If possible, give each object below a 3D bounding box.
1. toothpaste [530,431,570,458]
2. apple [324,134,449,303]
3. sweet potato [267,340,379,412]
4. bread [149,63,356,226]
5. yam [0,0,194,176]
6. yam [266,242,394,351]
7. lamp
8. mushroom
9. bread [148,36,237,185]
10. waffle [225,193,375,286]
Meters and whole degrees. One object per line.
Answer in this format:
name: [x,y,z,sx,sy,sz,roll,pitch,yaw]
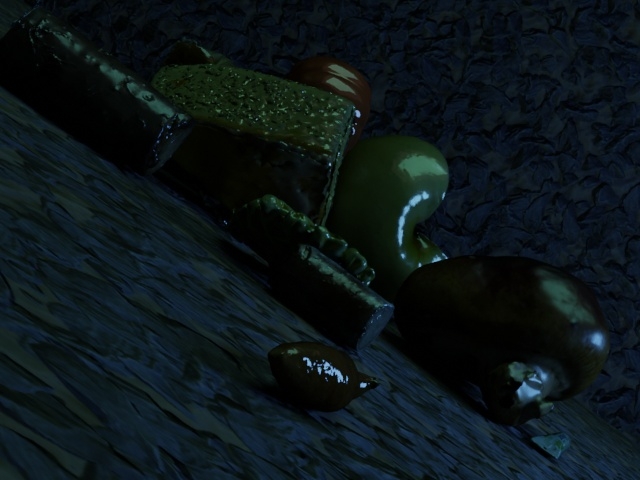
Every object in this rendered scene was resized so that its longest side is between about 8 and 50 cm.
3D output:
toothpaste: [0.353,0.308,1.741,0.048,0.029,0.197,36,7,20]
apple: [0.092,-0.035,2.024,0.233,0.295,0.258,-14,25,-33]
sweet potato: [0.002,0.113,0.948,0.055,0.058,0.202,-8,-13,14]
bread: [-0.116,-0.114,1.777,0.315,0.279,0.248,9,39,9]
yam: [-0.315,-0.204,1.567,0.280,0.131,0.131,36,4,2]
yam: [0.011,0.067,1.385,0.141,0.079,0.079,37,4,16]
lamp: [-0.010,-0.221,1.941,0.164,0.187,0.187,26,7,-22]
mushroom: [0.263,0.160,1.755,0.345,0.259,0.345,20,-21,8]
bread: [-0.204,-0.207,1.911,0.192,0.210,0.110,35,9,-2]
waffle: [-0.027,0.015,1.504,0.208,0.054,0.214,39,-20,-11]
